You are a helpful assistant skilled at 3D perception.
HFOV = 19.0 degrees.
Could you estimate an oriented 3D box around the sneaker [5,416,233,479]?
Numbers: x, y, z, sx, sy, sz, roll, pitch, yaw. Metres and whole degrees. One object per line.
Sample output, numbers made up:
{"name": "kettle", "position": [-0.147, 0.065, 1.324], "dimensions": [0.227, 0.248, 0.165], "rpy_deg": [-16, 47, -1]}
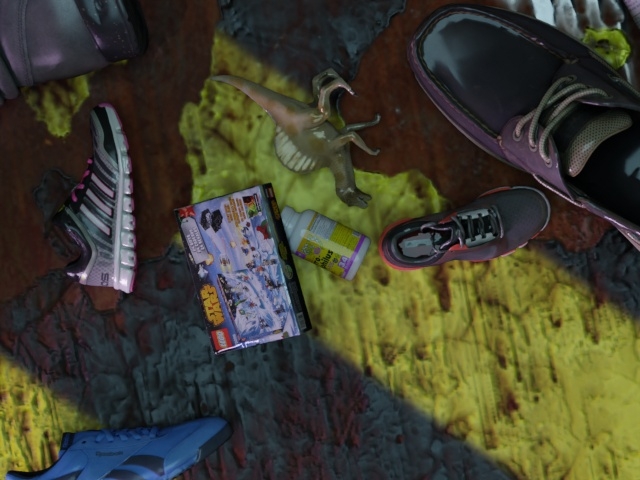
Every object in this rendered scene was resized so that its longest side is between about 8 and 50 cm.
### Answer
{"name": "sneaker", "position": [-0.182, 0.194, 1.700], "dimensions": [0.209, 0.069, 0.082], "rpy_deg": [-26, 87, 2]}

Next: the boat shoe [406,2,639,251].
{"name": "boat shoe", "position": [0.232, -0.097, 1.642], "dimensions": [0.355, 0.130, 0.132], "rpy_deg": [33, 91, 7]}

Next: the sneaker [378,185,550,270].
{"name": "sneaker", "position": [0.130, -0.005, 1.687], "dimensions": [0.158, 0.065, 0.061], "rpy_deg": [-18, 91, 2]}

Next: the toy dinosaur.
{"name": "toy dinosaur", "position": [-0.010, -0.108, 1.694], "dimensions": [0.183, 0.053, 0.092], "rpy_deg": [44, 94, 0]}

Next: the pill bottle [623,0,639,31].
{"name": "pill bottle", "position": [0.325, -0.215, 1.651], "dimensions": [0.117, 0.117, 0.215], "rpy_deg": [-28, 91, 2]}

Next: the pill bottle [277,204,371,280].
{"name": "pill bottle", "position": [0.000, 0.000, 1.701], "dimensions": [0.083, 0.043, 0.043], "rpy_deg": [26, 92, 1]}

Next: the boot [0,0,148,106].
{"name": "boot", "position": [-0.307, -0.278, 1.670], "dimensions": [0.222, 0.118, 0.338], "rpy_deg": [-19, 87, 7]}

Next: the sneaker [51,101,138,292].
{"name": "sneaker", "position": [-0.203, -0.036, 1.695], "dimensions": [0.074, 0.063, 0.170], "rpy_deg": [-3, 97, -5]}

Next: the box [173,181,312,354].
{"name": "box", "position": [-0.069, 0.026, 1.694], "dimensions": [0.094, 0.027, 0.137], "rpy_deg": [-14, 92, 28]}
